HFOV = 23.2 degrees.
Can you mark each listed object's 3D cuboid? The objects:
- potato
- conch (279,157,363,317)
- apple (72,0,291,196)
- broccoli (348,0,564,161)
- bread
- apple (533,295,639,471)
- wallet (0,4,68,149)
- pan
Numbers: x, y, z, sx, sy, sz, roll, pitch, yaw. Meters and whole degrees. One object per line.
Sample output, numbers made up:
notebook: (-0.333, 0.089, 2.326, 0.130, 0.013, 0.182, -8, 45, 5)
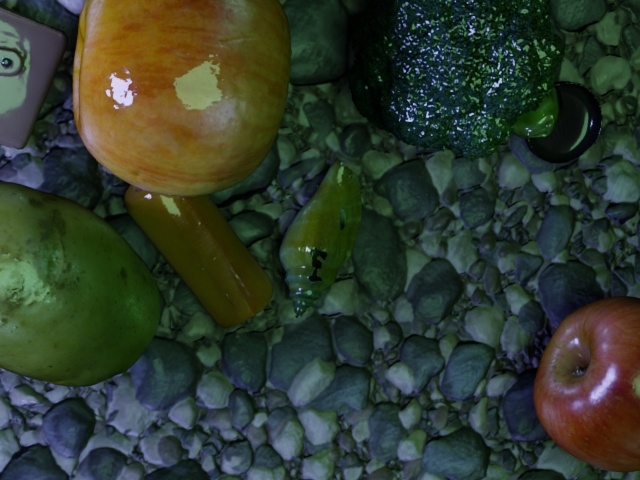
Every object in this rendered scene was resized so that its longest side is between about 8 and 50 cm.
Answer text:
potato: (-0.330, 0.053, 1.800, 0.304, 0.216, 0.216, 35, 89, -23)
conch: (0.001, 0.002, 1.993, 0.095, 0.079, 0.201, 41, 78, -44)
apple: (-0.163, -0.189, 1.770, 0.233, 0.286, 0.286, 8, 101, -16)
broccoli: (0.176, -0.223, 1.911, 0.297, 0.297, 0.297, -55, 141, 0)
bread: (-0.144, 0.009, 1.933, 0.092, 0.074, 0.239, -42, 115, -12)
apple: (0.426, 0.204, 2.124, 0.241, 0.242, 0.242, 30, 91, -27)
wallet: (-0.368, -0.191, 1.810, 0.118, 0.039, 0.153, 19, 98, -27)
pan: (0.299, -0.194, 2.071, 0.115, 0.040, 0.212, -39, 121, -7)
